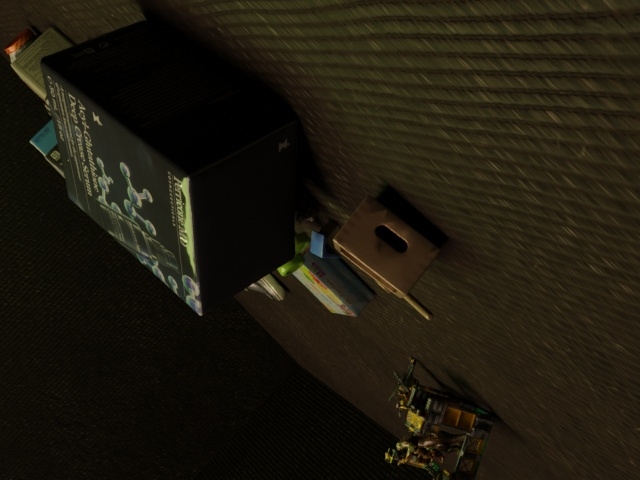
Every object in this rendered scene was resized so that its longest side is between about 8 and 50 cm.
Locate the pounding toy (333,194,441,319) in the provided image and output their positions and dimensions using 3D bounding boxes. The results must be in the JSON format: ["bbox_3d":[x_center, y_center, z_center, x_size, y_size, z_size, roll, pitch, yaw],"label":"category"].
[{"bbox_3d":[0.119,0.028,1.237,0.181,0.094,0.206,38,177,5],"label":"pounding toy"}]

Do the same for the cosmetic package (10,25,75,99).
[{"bbox_3d":[-0.609,-0.378,2.094,0.296,0.153,0.129,42,170,17],"label":"cosmetic package"}]

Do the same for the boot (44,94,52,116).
[{"bbox_3d":[-0.465,-0.267,1.903,0.118,0.222,0.338,-13,126,21],"label":"boot"}]

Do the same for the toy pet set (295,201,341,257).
[{"bbox_3d":[0.000,0.000,1.580,0.122,0.065,0.114,51,167,-33],"label":"toy pet set"}]

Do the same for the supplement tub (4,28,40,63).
[{"bbox_3d":[-0.796,-0.499,2.375,0.190,0.117,0.117,49,167,-30],"label":"supplement tub"}]

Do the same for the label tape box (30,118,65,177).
[{"bbox_3d":[-0.542,-0.220,2.172,0.348,0.249,0.115,40,168,18],"label":"label tape box"}]

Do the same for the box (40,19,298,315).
[{"bbox_3d":[-0.243,-0.127,1.364,0.395,0.212,0.293,36,142,30],"label":"box"}]

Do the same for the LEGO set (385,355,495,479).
[{"bbox_3d":[0.223,0.431,1.872,0.192,0.255,0.331,19,-172,-18],"label":"LEGO set"}]

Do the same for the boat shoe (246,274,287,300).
[{"bbox_3d":[-0.267,0.129,2.705,0.340,0.158,0.127,36,166,34],"label":"boat shoe"}]

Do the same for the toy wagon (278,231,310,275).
[{"bbox_3d":[-0.128,-0.053,1.621,0.267,0.068,0.344,55,164,13],"label":"toy wagon"}]

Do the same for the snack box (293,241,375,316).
[{"bbox_3d":[0.012,0.082,1.823,0.174,0.070,0.207,45,170,-7],"label":"snack box"}]
